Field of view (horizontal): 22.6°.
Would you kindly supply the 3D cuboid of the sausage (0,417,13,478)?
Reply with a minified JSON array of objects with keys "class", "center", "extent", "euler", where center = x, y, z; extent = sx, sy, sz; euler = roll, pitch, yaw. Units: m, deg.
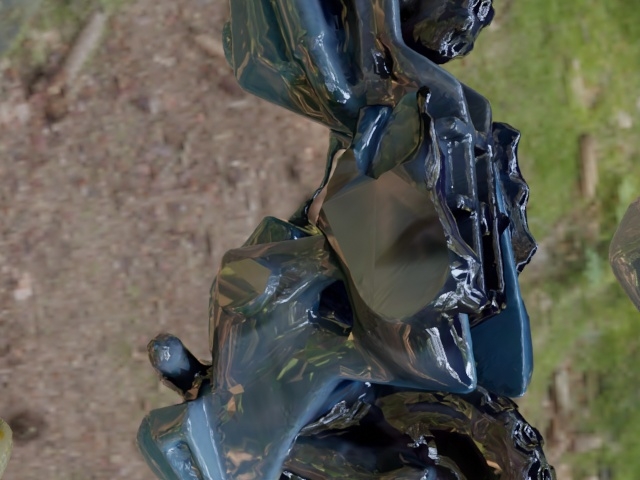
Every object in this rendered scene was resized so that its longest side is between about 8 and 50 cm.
[{"class":"sausage","center":[-0.145,0.112,0.592],"extent":[0.024,0.024,0.132],"euler":[59,33,-25]}]

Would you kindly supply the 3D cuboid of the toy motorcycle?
[{"class":"toy motorcycle","center":[0.000,0.000,0.879],"extent":[0.172,0.232,0.416],"euler":[12,72,-67]}]

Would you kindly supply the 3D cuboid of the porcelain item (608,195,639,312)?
[{"class":"porcelain item","center":[0.393,-0.056,1.121],"extent":[0.178,0.405,0.242],"euler":[-27,76,-42]}]
